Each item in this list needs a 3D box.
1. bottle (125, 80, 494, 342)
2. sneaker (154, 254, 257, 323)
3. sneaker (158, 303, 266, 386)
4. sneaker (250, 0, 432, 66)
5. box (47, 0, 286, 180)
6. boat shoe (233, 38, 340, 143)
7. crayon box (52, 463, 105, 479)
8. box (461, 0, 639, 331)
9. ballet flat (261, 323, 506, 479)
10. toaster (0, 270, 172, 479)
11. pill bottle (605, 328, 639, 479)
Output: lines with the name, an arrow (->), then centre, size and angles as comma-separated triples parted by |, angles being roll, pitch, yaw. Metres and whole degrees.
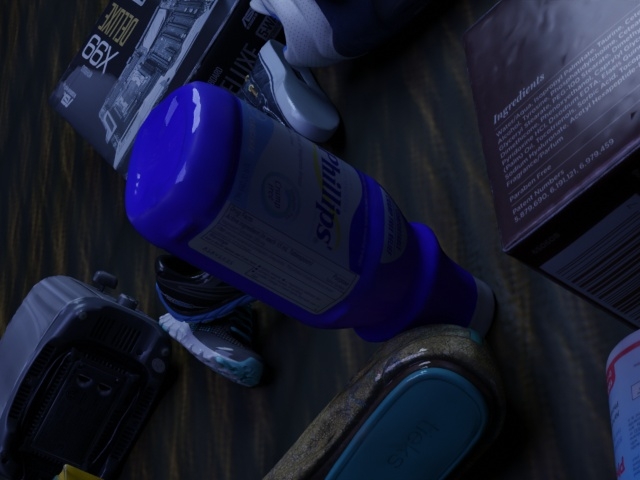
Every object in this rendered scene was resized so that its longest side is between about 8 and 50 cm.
bottle -> 0.000, 0.000, 1.151 | 0.092, 0.283, 0.118 | -35, 37, 37
sneaker -> -0.054, 0.005, 1.402 | 0.188, 0.078, 0.067 | -26, 35, 3
sneaker -> -0.085, 0.071, 1.447 | 0.076, 0.065, 0.166 | -56, 32, -1
sneaker -> 0.007, -0.313, 1.521 | 0.236, 0.130, 0.323 | -31, 57, 30
box -> -0.162, -0.193, 1.770 | 0.242, 0.076, 0.307 | -57, 31, 4
boat shoe -> -0.038, -0.113, 1.536 | 0.083, 0.065, 0.183 | -54, 25, 17
crayon box -> -0.027, 0.331, 0.878 | 0.106, 0.313, 0.363 | -45, 34, 25
box -> 0.210, -0.074, 1.011 | 0.167, 0.168, 0.203 | -41, 36, 31
ballet flat -> 0.005, 0.190, 1.173 | 0.348, 0.123, 0.123 | -49, 32, 20
toaster -> -0.241, 0.140, 1.560 | 0.227, 0.129, 0.146 | -63, 26, 4
pill bottle -> 0.208, 0.129, 0.922 | 0.087, 0.087, 0.160 | -35, 37, 36
